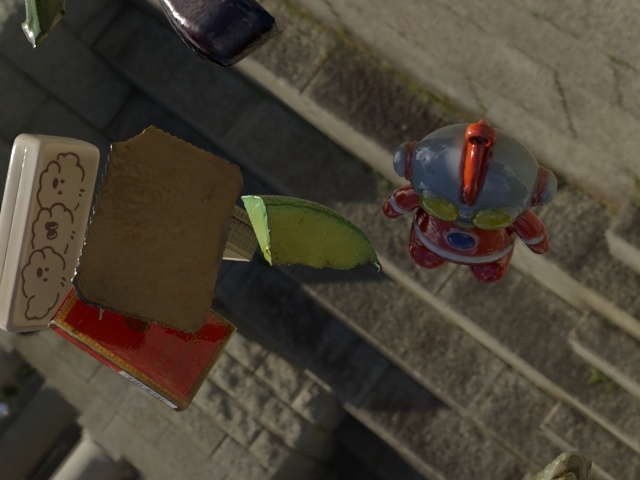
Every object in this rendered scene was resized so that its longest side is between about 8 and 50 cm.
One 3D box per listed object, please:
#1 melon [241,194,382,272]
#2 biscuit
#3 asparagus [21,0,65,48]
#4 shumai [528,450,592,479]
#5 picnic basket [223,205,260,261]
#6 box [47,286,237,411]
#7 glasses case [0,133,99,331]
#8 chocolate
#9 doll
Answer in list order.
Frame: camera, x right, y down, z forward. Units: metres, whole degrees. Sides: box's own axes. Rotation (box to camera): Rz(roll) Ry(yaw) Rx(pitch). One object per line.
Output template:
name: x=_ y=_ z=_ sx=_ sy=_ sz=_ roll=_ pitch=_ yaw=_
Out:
melon: x=0.000 y=0.000 z=1.644 sx=0.261 sy=0.114 sz=0.053 roll=18 pitch=160 yaw=-36
biscuit: x=-0.194 y=-0.013 z=1.387 sx=0.013 sy=0.232 sz=0.237 roll=9 pitch=170 yaw=37
asparagus: x=-0.460 y=-0.456 z=1.829 sx=0.085 sy=0.082 sz=0.343 roll=10 pitch=-122 yaw=-49
shumai: x=0.246 y=0.332 z=1.237 sx=0.120 sy=0.201 sz=0.201 roll=48 pitch=-179 yaw=16
picnic basket: x=-0.188 y=-0.021 z=2.102 sx=0.115 sy=0.079 sz=0.164 roll=31 pitch=166 yaw=-28
box: x=-0.265 y=0.130 z=1.685 sx=0.239 sy=0.153 sz=0.074 roll=36 pitch=164 yaw=-12
glasses case: x=-0.481 y=-0.012 z=1.938 sx=0.076 sy=0.336 sz=0.144 roll=19 pitch=-168 yaw=33
chocolate: x=-0.108 y=-0.223 z=1.110 sx=0.125 sy=0.080 sz=0.149 roll=39 pitch=-173 yaw=-22
doll: x=0.165 y=-0.040 z=1.236 sx=0.199 sy=0.105 sz=0.336 roll=15 pitch=158 yaw=7
